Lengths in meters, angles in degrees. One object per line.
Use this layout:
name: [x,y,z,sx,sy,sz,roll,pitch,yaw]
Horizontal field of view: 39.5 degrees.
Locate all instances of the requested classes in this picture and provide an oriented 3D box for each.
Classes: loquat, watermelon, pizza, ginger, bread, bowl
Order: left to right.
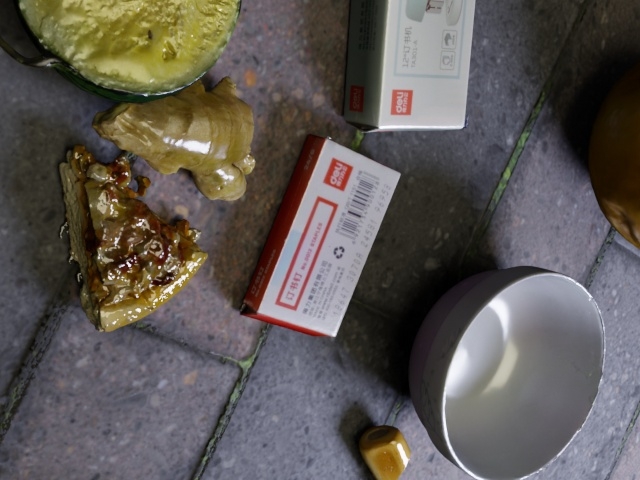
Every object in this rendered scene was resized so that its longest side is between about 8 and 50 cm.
watermelon: [-0.188,-0.225,0.830,0.204,0.127,0.232,38,73,-19]
pizza: [-0.202,-0.013,0.914,0.154,0.069,0.194,-35,119,-20]
ginger: [-0.129,-0.114,0.916,0.115,0.081,0.205,-46,146,13]
bread: [0.093,0.291,1.191,0.062,0.049,0.103,-21,120,11]
bowl: [0.230,0.163,1.189,0.286,0.143,0.287,-8,107,-30]
loquat: [0.524,-0.114,1.197,0.328,0.328,0.329,-9,107,-30]

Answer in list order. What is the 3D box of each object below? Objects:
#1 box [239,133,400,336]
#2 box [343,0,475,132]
box: [0.000,0.000,1.058,0.123,0.050,0.229,20,92,-33]
box: [0.109,-0.260,1.040,0.135,0.079,0.270,-4,104,-31]
